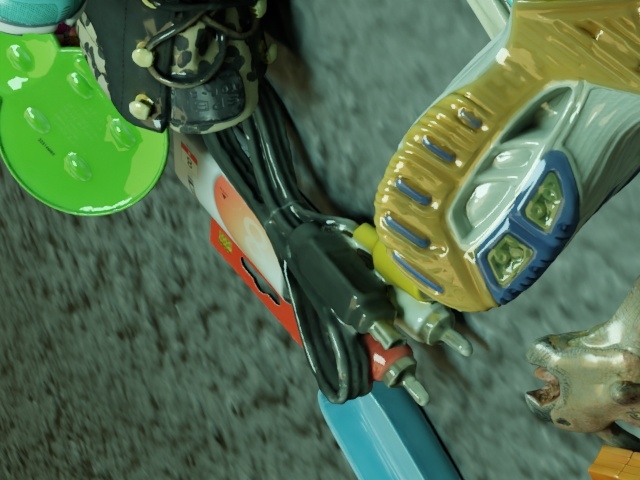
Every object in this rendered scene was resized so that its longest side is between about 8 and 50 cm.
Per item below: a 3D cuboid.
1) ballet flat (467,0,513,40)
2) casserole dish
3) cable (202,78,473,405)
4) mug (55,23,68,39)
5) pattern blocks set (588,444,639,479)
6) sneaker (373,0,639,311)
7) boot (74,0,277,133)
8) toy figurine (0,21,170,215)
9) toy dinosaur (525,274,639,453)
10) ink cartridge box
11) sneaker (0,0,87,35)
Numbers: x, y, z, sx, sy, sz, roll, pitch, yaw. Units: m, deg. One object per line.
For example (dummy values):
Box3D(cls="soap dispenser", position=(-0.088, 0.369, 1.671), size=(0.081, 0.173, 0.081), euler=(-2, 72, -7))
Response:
Box3D(cls="ballet flat", position=(0.075, -0.178, 0.969), size=(0.248, 0.086, 0.086), euler=(60, 157, -2))
Box3D(cls="casserole dish", position=(0.064, 0.172, 1.437), size=(0.188, 0.037, 0.114), euler=(61, 157, 0))
Box3D(cls="cable", position=(0.000, 0.000, 1.336), size=(0.287, 0.072, 0.139), euler=(53, 137, 34))
Box3D(cls="mug", position=(-0.361, -0.228, 1.439), size=(0.276, 0.374, 0.328), euler=(-6, 108, 17))
Box3D(cls="pattern blocks set", position=(0.262, 0.185, 0.947), size=(0.285, 0.026, 0.325), euler=(37, 162, -6))
Box3D(cls="sneaker", position=(0.137, -0.099, 0.849), size=(0.112, 0.131, 0.296), euler=(46, 122, 3))
Box3D(cls="boot", position=(-0.076, -0.189, 1.168), size=(0.377, 0.138, 0.284), euler=(44, 151, 41))
Box3D(cls="toy figurine", position=(-0.174, -0.124, 1.426), size=(0.173, 0.130, 0.159), euler=(48, -157, -13))
Box3D(cls="toy dinosaur", position=(0.232, 0.050, 0.859), size=(0.295, 0.127, 0.200), euler=(27, 140, 45))
Box3D(cls="ink cartridge box", position=(-0.061, -0.001, 1.476), size=(0.145, 0.045, 0.179), euler=(47, 151, 28))
Box3D(cls="sneaker", position=(-0.208, -0.252, 1.120), size=(0.110, 0.107, 0.275), euler=(-27, 83, 63))
